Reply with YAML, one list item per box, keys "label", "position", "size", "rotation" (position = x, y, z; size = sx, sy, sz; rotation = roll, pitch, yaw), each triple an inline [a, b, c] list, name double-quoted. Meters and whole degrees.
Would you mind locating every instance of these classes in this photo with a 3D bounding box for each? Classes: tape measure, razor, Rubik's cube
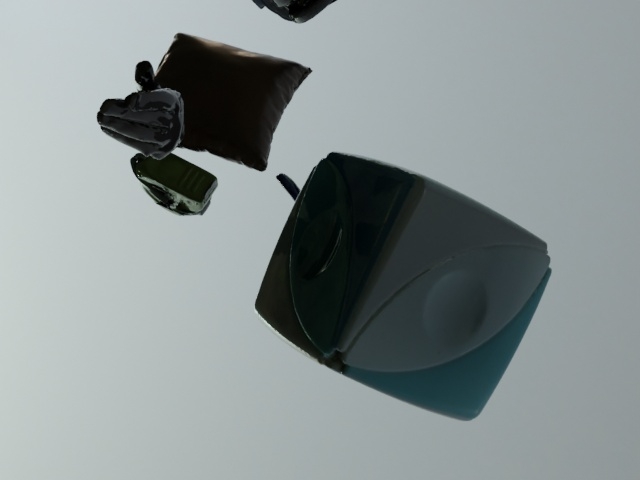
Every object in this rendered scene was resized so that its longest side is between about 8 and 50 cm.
- label: "tape measure"
  position: [-0.290, -0.109, 1.797]
  size: [0.087, 0.177, 0.154]
  rotation: [-57, 170, -20]
- label: "razor"
  position: [0.011, -0.006, 1.866]
  size: [0.056, 0.324, 0.093]
  rotation: [-31, 180, 5]
- label: "Rubik's cube"
  position: [0.133, 0.073, 1.565]
  size: [0.347, 0.352, 0.352]
  rotation: [23, -95, 60]

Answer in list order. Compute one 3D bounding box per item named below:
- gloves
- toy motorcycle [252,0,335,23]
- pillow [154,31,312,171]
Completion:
- label: "gloves"
  position: [-0.268, -0.199, 1.439]
  size: [0.285, 0.119, 0.142]
  rotation: [-5, 96, -84]
- label: "toy motorcycle"
  position: [0.046, -0.393, 1.074]
  size: [0.358, 0.125, 0.213]
  rotation: [-22, -144, 40]
- label: "pillow"
  position: [-0.205, -0.285, 1.819]
  size: [0.108, 0.305, 0.308]
  rotation: [94, 14, -52]
